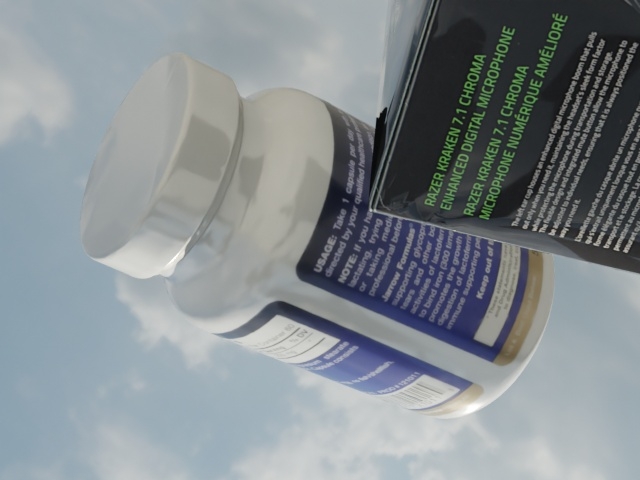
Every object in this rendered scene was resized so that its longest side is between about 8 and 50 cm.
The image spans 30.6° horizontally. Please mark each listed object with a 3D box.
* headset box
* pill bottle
[{"bbox_3d":[0.154,-0.101,0.433,0.283,0.131,0.246,14,-143,-2],"label":"headset box"},{"bbox_3d":[0.000,0.000,0.705,0.264,0.153,0.153,25,-152,-30],"label":"pill bottle"}]
